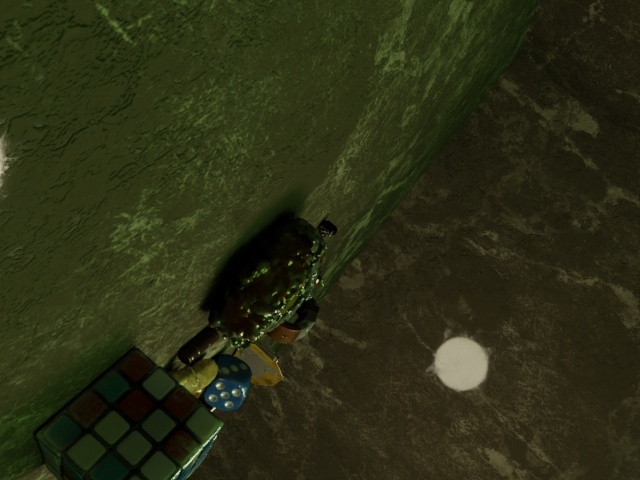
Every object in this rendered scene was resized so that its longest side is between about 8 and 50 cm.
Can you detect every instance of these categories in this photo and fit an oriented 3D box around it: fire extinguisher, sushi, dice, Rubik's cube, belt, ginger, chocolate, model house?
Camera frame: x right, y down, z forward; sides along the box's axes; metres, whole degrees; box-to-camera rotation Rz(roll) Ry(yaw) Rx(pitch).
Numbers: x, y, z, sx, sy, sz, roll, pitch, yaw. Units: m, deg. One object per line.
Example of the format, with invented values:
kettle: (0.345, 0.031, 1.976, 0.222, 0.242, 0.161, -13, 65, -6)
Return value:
fire extinguisher: (-0.331, 0.286, 1.582, 0.078, 0.045, 0.157, -45, 178, 42)
sushi: (-0.122, 0.123, 1.511, 0.417, 0.175, 0.417, -49, 171, -11)
dice: (-0.332, 0.500, 2.002, 0.143, 0.146, 0.146, -58, -166, 22)
Rubik's cube: (-0.394, 0.428, 1.183, 0.256, 0.253, 0.259, -43, 167, -40)
belt: (-0.111, 0.290, 2.200, 0.105, 0.184, 0.261, -56, 169, 29)
ginger: (-0.441, 0.491, 1.644, 0.363, 0.122, 0.348, -51, 165, -12)
chocolate: (-0.002, -0.001, 1.965, 0.072, 0.070, 0.147, 2, 133, -43)
model house: (-0.225, 0.467, 2.281, 0.207, 0.219, 0.136, -57, 174, 39)

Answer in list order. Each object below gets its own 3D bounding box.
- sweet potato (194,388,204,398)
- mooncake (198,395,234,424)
sweet potato: (-0.431, 0.500, 1.908, 0.078, 0.058, 0.255, 3, 124, -54)
mooncake: (-0.437, 0.635, 2.141, 0.283, 0.141, 0.283, -44, 161, -19)
